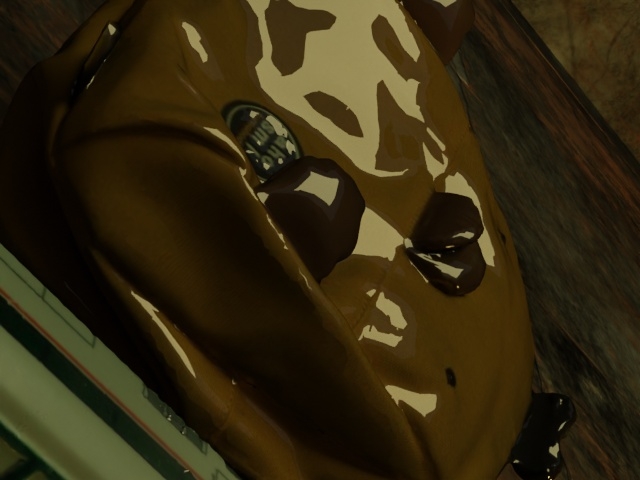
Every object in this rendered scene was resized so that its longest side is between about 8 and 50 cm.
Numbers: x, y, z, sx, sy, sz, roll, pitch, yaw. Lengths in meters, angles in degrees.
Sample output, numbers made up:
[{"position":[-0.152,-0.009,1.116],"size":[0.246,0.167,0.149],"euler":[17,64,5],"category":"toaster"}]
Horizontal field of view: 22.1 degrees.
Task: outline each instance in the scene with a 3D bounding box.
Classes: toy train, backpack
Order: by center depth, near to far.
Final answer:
[{"position":[-0.189,0.030,0.711],"size":[0.407,0.086,0.088],"euler":[47,25,-23],"category":"toy train"},{"position":[-0.004,0.001,0.974],"size":[0.378,0.201,0.353],"euler":[49,39,-18],"category":"backpack"}]
